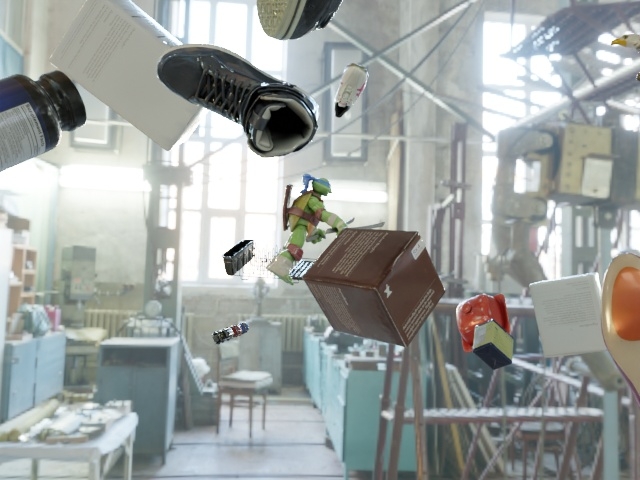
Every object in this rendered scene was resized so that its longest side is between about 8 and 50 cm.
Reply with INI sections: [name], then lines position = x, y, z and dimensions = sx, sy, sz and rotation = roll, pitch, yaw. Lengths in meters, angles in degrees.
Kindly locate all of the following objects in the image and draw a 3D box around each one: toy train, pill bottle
[toy train]
position = -0.176, 0.183, 1.217
dimensions = 0.036, 0.027, 0.158
rotation = -27, -6, 8
[pill bottle]
position = -0.467, -0.171, 0.890
dimensions = 0.123, 0.122, 0.219
rotation = -3, 27, 49

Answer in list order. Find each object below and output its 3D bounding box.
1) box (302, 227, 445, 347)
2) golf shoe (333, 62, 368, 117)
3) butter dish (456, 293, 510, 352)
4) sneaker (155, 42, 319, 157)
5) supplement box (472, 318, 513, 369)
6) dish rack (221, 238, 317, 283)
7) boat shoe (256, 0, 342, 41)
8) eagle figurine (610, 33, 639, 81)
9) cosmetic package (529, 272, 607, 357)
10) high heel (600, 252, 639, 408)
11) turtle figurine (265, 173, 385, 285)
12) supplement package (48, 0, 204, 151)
[box]
position = 0.109, 0.090, 1.240
dimensions = 0.203, 0.167, 0.168
rotation = 6, 44, 45
[golf shoe]
position = 0.079, -0.398, 1.618
dimensions = 0.067, 0.086, 0.186
rotation = 18, -21, -3
[butter dish]
position = 0.458, 0.222, 1.781
dimensions = 0.160, 0.160, 0.118
rotation = -32, -56, 32
[sneaker]
position = -0.107, -0.178, 0.758
dimensions = 0.226, 0.086, 0.163
rotation = 17, 24, -8
[supplement box]
position = 0.421, 0.253, 1.475
dimensions = 0.083, 0.083, 0.056
rotation = 41, -48, -19
[dish rack]
position = -0.140, 0.062, 1.824
dimensions = 0.272, 0.074, 0.208
rotation = 4, 17, 12
[boat shoe]
position = 0.021, -0.597, 1.201
dimensions = 0.156, 0.186, 0.500
rotation = -12, -20, -30
[eagle figurine]
position = 0.731, -0.442, 1.265
dimensions = 0.225, 0.298, 0.226
rotation = 18, -8, 3
[cosmetic package]
position = 0.621, 0.182, 1.497
dimensions = 0.151, 0.183, 0.151
rotation = -12, -7, 27
[high heel]
position = 0.578, 0.209, 1.042
dimensions = 0.127, 0.377, 0.181
rotation = -15, -14, 31
[turtle figurine]
position = 0.000, 0.000, 1.494
dimensions = 0.198, 0.266, 0.275
rotation = 26, -10, 49
[supplement package]
position = -0.370, -0.356, 1.276
dimensions = 0.293, 0.177, 0.175
rotation = 38, 15, -10
